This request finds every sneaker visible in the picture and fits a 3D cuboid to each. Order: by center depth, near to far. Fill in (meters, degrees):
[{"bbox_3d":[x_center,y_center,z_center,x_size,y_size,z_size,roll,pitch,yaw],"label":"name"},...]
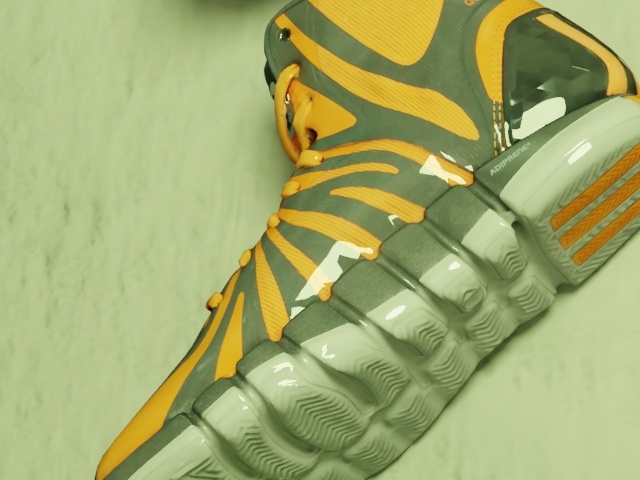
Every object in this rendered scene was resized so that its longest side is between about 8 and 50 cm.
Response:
[{"bbox_3d":[0.000,0.000,0.803,0.321,0.124,0.180,-38,58,-3],"label":"sneaker"}]
